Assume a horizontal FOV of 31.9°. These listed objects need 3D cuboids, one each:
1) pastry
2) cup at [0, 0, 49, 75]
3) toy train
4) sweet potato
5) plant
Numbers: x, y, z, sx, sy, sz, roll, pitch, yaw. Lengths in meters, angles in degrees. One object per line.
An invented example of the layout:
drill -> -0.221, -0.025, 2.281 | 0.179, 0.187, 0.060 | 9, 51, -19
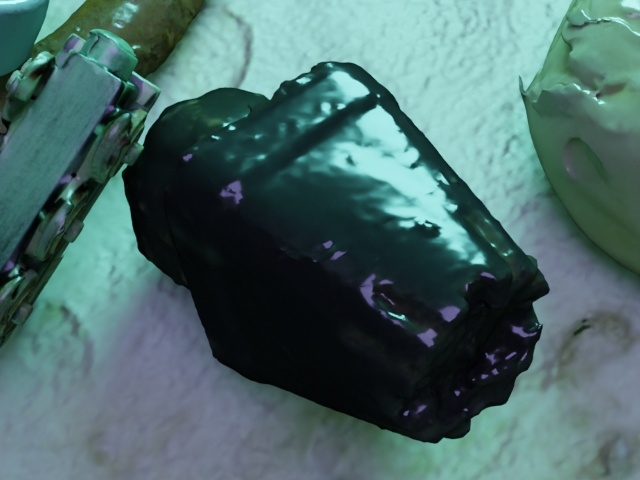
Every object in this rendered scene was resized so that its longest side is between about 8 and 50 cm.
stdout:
pastry -> 0.259, -0.089, 0.698 | 0.264, 0.133, 0.265 | 0, 65, -1
cup -> -0.336, -0.217, 0.606 | 0.331, 0.257, 0.311 | -14, 56, -6
toy train -> -0.159, -0.026, 0.616 | 0.080, 0.125, 0.194 | 33, 91, -7
sweet potato -> -0.135, -0.121, 0.715 | 0.072, 0.066, 0.314 | 43, 68, 5
plant -> 0.000, 0.000, 0.613 | 0.142, 0.164, 0.256 | -39, 52, -25
